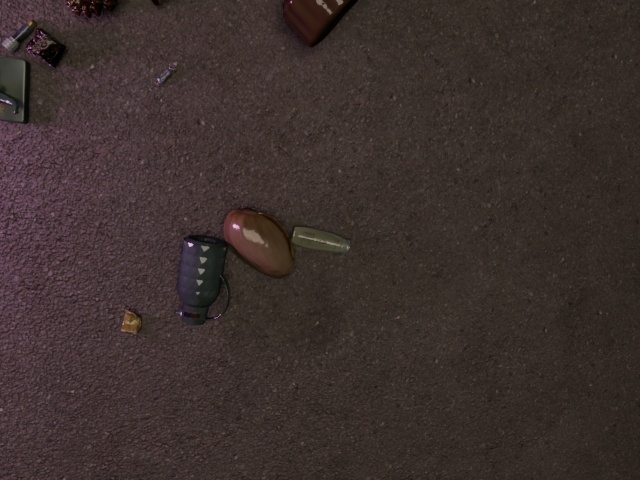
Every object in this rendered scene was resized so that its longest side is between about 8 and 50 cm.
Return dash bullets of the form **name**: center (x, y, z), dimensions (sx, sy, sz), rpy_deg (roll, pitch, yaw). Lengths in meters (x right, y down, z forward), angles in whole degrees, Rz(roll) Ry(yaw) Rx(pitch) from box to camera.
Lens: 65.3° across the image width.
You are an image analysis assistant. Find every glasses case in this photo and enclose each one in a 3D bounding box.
- **glasses case**: center (-0.909, -0.444, 1.478), dimensions (0.077, 0.039, 0.184), rpy_deg (5, 98, -13)

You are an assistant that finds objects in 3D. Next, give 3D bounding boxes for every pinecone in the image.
- **pinecone**: center (-0.663, -0.722, 1.435), dimensions (0.173, 0.173, 0.174), rpy_deg (-2, 100, -12)

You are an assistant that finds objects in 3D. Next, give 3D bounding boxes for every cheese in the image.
- **cheese**: center (-0.625, 0.262, 1.657), dimensions (0.060, 0.041, 0.084), rpy_deg (10, 112, -7)

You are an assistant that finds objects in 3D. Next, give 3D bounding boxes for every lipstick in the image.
- **lipstick**: center (-0.878, -0.602, 1.463), dimensions (0.037, 0.037, 0.116), rpy_deg (43, 84, -15)

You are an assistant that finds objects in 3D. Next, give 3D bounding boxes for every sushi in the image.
- **sushi**: center (-0.806, -0.564, 1.456), dimensions (0.098, 0.094, 0.084), rpy_deg (32, 94, -21)

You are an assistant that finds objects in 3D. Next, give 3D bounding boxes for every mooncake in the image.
- **mooncake**: center (0.017, -0.747, 1.514), dimensions (0.161, 0.290, 0.290), rpy_deg (42, 88, -12)

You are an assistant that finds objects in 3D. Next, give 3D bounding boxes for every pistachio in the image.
- **pistachio**: center (-0.202, 0.013, 1.652), dimensions (0.197, 0.166, 0.288), rpy_deg (-31, 110, 19)

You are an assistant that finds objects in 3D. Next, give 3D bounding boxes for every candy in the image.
- **candy**: center (-0.490, -0.519, 1.569), dimensions (0.083, 0.020, 0.030), rpy_deg (-42, 105, -1)

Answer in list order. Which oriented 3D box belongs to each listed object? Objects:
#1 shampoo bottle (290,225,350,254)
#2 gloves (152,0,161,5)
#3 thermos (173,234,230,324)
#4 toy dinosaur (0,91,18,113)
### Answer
- **shampoo bottle**: center (0.000, 0.000, 1.749), dimensions (0.212, 0.049, 0.072), rpy_deg (12, 92, -15)
- **gloves**: center (-0.390, -0.825, 1.515), dimensions (0.294, 0.116, 0.133), rpy_deg (-31, 132, -15)
- **thermos**: center (-0.379, 0.136, 1.634), dimensions (0.182, 0.145, 0.287), rpy_deg (10, 99, 7)
- **toy dinosaur**: center (-0.969, -0.459, 1.421), dimensions (0.291, 0.079, 0.120), rpy_deg (19, 107, 5)
